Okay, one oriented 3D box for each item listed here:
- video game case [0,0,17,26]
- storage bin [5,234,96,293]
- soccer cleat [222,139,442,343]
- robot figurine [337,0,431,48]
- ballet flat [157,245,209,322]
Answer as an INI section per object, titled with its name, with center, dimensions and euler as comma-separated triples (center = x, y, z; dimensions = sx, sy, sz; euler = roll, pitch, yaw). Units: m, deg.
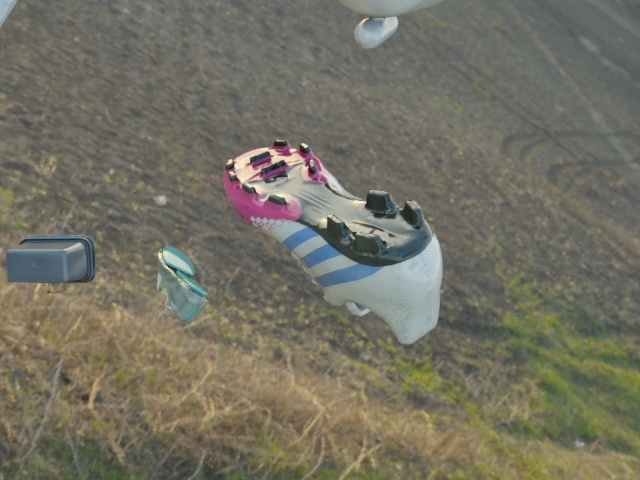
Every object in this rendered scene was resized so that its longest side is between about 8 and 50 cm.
[video game case]
center = -0.264, -0.254, 0.582
dimensions = 0.019, 0.143, 0.157
euler = 27, -5, 41
[storage bin]
center = -0.464, 0.044, 1.370
dimensions = 0.135, 0.098, 0.091
euler = 0, 7, 7
[soccer cleat]
center = 0.000, 0.000, 0.838
dimensions = 0.116, 0.143, 0.331
euler = -27, 34, -22
[robot figurine]
center = 0.111, -0.434, 1.182
dimensions = 0.199, 0.300, 0.353
euler = 16, 23, 16
[ballet flat]
center = -0.240, 0.072, 1.328
dimensions = 0.072, 0.068, 0.213
euler = 31, 6, -29
